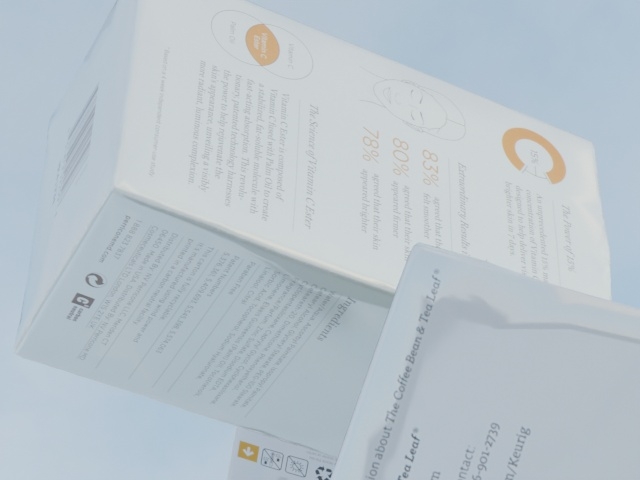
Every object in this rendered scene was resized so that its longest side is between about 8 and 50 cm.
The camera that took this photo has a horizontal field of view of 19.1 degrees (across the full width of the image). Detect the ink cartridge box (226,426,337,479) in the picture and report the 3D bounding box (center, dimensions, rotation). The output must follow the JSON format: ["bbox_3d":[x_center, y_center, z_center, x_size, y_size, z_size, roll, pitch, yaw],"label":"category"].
[{"bbox_3d":[0.054,0.300,1.676,0.303,0.072,0.307,14,-57,5],"label":"ink cartridge box"}]

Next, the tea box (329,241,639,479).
[{"bbox_3d":[0.108,0.225,0.944,0.220,0.329,0.323,17,-15,13],"label":"tea box"}]

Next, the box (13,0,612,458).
[{"bbox_3d":[0.000,0.000,1.242,0.345,0.215,0.168,20,-46,-18],"label":"box"}]
